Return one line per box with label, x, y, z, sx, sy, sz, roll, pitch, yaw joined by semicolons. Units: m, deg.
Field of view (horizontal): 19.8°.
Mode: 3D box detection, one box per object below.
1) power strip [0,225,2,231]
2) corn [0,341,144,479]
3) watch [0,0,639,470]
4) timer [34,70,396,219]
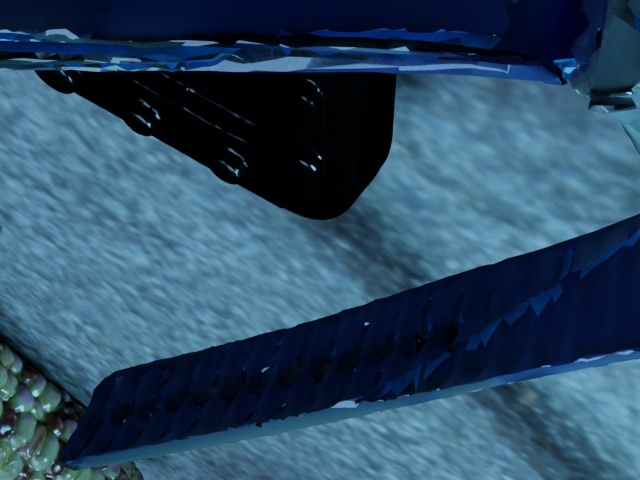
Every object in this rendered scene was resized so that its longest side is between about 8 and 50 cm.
power strip;-0.247;-0.079;0.845;0.252;0.027;0.060;42;154;-19
corn;-0.219;0.078;1.029;0.280;0.092;0.092;43;154;-27
watch;0.009;0.006;0.531;0.274;0.068;0.276;-2;150;15
timer;-0.058;-0.090;0.568;0.187;0.055;0.144;30;154;15
